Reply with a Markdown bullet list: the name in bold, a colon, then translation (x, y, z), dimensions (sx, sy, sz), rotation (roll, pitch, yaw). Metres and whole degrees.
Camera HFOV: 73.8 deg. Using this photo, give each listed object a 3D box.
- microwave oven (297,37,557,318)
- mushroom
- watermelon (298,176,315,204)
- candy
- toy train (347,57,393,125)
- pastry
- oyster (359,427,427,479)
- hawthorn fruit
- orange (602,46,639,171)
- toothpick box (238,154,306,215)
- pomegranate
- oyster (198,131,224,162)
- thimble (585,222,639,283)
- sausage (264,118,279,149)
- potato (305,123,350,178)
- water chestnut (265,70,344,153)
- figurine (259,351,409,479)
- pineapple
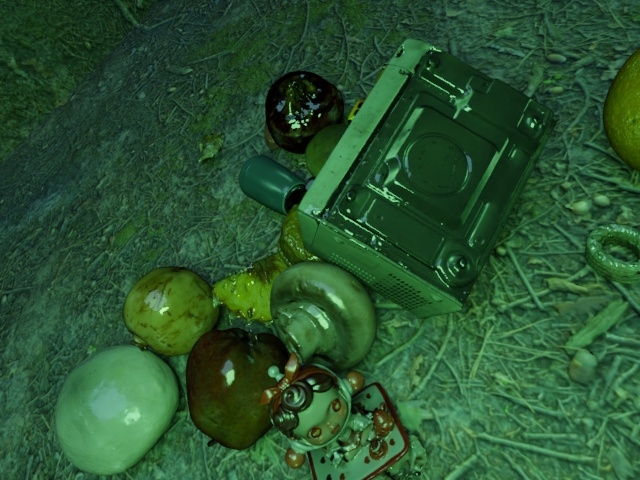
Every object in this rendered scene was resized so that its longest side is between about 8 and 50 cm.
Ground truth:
- **microwave oven**: translation (0.180, -0.109, 0.783), dimensions (0.332, 0.247, 0.395), rotation (31, 75, 4)
- **mushroom**: translation (-0.005, 0.148, 0.808), dimensions (0.226, 0.227, 0.178), rotation (17, 26, 34)
- **watermelon**: translation (-0.012, -0.083, 1.063), dimensions (0.135, 0.125, 0.094), rotation (-42, 18, 24)
- **candy**: translation (-0.457, 0.359, 0.934), dimensions (0.295, 0.185, 0.296), rotation (-14, 50, 17)
- **toy train**: translation (0.195, -0.387, 1.120), dimensions (0.160, 0.100, 0.296), rotation (16, 69, 36)
- **pastry**: translation (0.000, 0.000, 0.941), dimensions (0.188, 0.103, 0.189), rotation (4, 55, -5)
- **oyster**: translation (0.102, 0.386, 0.712), dimensions (0.165, 0.053, 0.108), rotation (-45, 45, -4)
- **hawthorn fruit**: translation (-0.166, 0.296, 0.829), dimensions (0.208, 0.208, 0.249), rotation (24, 102, 36)
- **orange**: translation (0.623, -0.228, 0.696), dimensions (0.274, 0.274, 0.275), rotation (-13, 55, 20)
- **toothpick box**: translation (-0.117, -0.139, 1.113), dimensions (0.184, 0.120, 0.120), rotation (34, 79, 35)
- **pomegranate**: translation (-0.345, 0.168, 0.983), dimensions (0.215, 0.215, 0.216), rotation (-13, 55, 20)
- **oyster**: translation (-0.370, -0.307, 1.406), dimensions (0.121, 0.045, 0.146), rotation (14, 67, 48)
- **thimble**: translation (0.510, 0.024, 0.723), dimensions (0.084, 0.062, 0.110), rotation (-41, 50, 3)
- **sausage**: translation (-0.131, -0.357, 1.285), dimensions (0.077, 0.077, 0.194), rotation (-9, 58, 22)
- **potato**: translation (0.074, -0.200, 1.035), dimensions (0.196, 0.149, 0.228), rotation (-19, 43, -18)
- **water chestnut**: translation (-0.045, -0.356, 1.146), dimensions (0.223, 0.238, 0.224), rotation (-5, 63, 9)
- **figurine**: translation (-0.002, 0.276, 0.698), dimensions (0.183, 0.226, 0.160), rotation (-36, 29, 3)
- **pineapple**: translation (-0.138, 0.133, 0.963), dimensions (0.164, 0.249, 0.140), rotation (-42, 79, 38)
